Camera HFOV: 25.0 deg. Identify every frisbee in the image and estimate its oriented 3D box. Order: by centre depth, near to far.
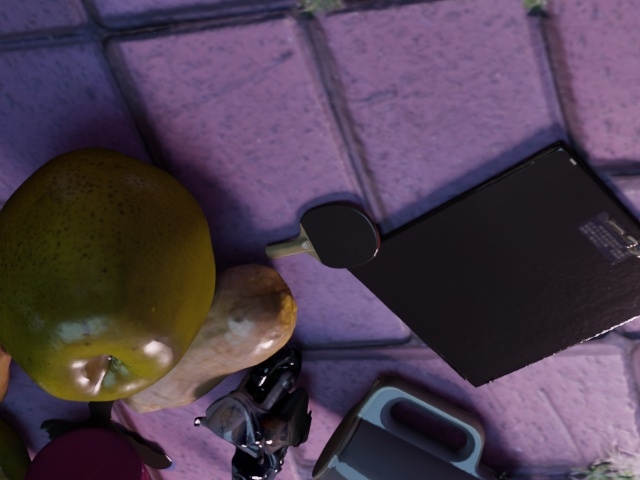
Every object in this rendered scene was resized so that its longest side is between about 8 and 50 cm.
[{"bbox_3d":[-0.330,0.266,2.093,0.187,0.012,0.211,-7,129,26],"label":"frisbee"}]

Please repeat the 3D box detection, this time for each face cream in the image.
[{"bbox_3d":[-0.317,0.385,2.067,0.175,0.175,0.195,7,147,14],"label":"face cream"}]

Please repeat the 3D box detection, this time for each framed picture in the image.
[{"bbox_3d":[0.226,0.040,1.683,0.255,0.014,0.338,43,131,-21],"label":"framed picture"}]

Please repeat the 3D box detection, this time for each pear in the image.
[{"bbox_3d":[-0.253,0.034,1.663,0.294,0.294,0.294,10,134,11],"label":"pear"}]

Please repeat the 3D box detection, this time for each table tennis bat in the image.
[{"bbox_3d":[0.000,0.000,1.719,0.156,0.013,0.087,-12,117,33],"label":"table tennis bat"}]

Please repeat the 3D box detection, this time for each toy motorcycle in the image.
[{"bbox_3d":[-0.087,0.252,1.895,0.106,0.159,0.270,29,137,22],"label":"toy motorcycle"}]

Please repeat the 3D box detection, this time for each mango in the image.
[{"bbox_3d":[-0.499,0.342,2.170,0.137,0.091,0.237,10,133,21],"label":"mango"}]

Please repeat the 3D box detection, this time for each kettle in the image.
[{"bbox_3d":[0.131,0.304,1.883,0.243,0.160,0.211,34,115,-4],"label":"kettle"}]

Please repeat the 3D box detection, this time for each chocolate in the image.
[{"bbox_3d":[-0.152,0.123,1.818,0.134,0.134,0.309,41,128,-19],"label":"chocolate"}]

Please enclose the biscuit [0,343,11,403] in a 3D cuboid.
[{"bbox_3d":[-0.635,0.129,1.982,0.446,0.104,0.429,9,124,14],"label":"biscuit"}]
